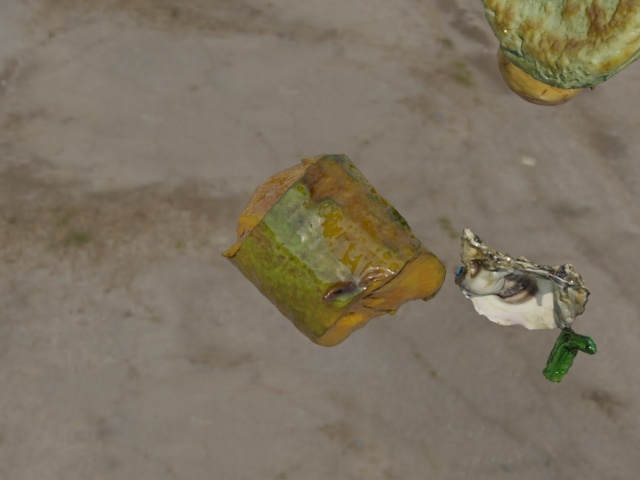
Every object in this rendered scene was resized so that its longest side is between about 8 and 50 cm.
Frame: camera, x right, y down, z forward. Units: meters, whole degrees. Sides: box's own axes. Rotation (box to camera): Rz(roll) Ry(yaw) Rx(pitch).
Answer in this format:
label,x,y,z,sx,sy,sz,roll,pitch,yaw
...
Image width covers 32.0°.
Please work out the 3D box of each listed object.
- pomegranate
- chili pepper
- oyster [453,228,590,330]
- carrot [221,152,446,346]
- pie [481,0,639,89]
label,x,y,z,sx,sy,sz,roll,pitch,yaw
pomegranate,0.454,-0.365,2.167,0.215,0.215,0.215,5,31,-3
chili pepper,0.324,0.141,1.445,0.035,0.118,0.055,-4,64,-23
oyster,0.318,0.073,1.774,0.214,0.223,0.083,14,60,11
carrot,0.000,0.000,1.676,0.340,0.241,0.241,44,43,16
pie,0.337,-0.342,1.466,0.067,0.302,0.302,6,23,-44
